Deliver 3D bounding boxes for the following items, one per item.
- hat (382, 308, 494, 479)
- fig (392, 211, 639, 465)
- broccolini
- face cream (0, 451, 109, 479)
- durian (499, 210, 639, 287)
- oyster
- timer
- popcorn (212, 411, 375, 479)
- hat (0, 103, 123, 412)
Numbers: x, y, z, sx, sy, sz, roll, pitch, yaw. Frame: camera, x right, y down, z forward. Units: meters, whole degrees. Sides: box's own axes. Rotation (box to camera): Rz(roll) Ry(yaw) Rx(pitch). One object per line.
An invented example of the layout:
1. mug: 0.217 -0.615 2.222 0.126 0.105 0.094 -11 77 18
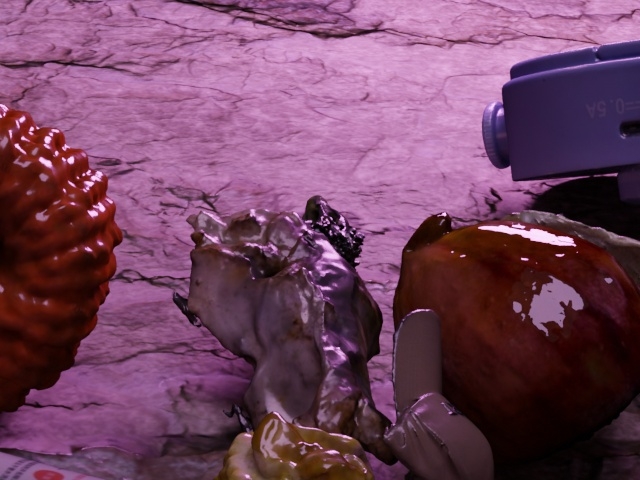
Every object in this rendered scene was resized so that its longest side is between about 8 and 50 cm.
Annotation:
1. hat: 0.103 0.143 1.635 0.085 0.147 0.175 1 65 11
2. fig: 0.182 0.089 1.771 0.224 0.224 0.263 -16 30 -38
3. broccolini: -0.005 -0.019 2.104 0.091 0.068 0.203 -16 27 -1
4. face cream: -0.146 0.250 1.427 0.369 0.145 0.145 14 27 14
5. durian: 0.285 0.060 1.927 0.252 0.139 0.144 19 33 23
6. oyster: -0.028 0.088 1.790 0.197 0.133 0.337 19 32 -26
7. timer: 0.369 -0.128 2.214 0.395 0.173 0.395 -7 1 0
8. popcorn: -0.022 0.205 1.576 0.125 0.126 0.145 29 2 -10
9. hat: -0.293 0.001 1.826 0.285 0.285 0.400 10 12 8
